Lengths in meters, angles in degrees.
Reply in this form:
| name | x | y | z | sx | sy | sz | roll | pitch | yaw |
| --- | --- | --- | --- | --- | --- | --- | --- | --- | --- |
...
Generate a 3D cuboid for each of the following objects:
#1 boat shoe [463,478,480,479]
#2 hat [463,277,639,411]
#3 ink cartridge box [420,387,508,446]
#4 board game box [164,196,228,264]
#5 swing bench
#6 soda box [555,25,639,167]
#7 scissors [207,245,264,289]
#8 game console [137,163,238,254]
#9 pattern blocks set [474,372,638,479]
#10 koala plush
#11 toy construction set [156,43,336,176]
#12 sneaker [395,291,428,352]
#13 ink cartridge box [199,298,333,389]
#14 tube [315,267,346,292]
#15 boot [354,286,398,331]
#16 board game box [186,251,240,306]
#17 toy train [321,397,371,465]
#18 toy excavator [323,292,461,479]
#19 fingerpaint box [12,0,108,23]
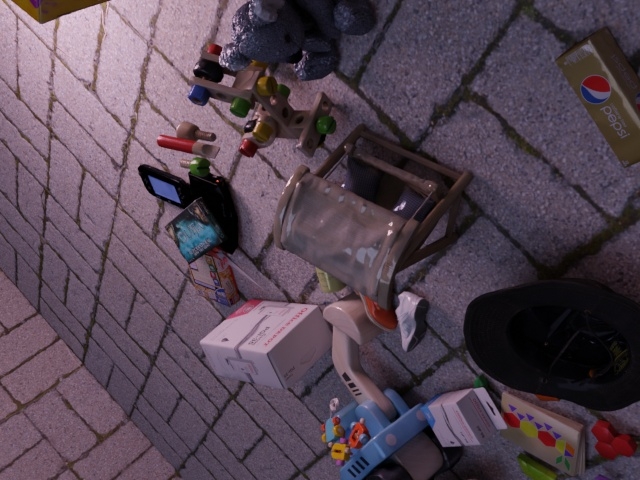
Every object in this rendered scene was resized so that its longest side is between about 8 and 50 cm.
| name | x | y | z | sx | sy | sz | roll | pitch | yaw |
| --- | --- | --- | --- | --- | --- | --- | --- | --- | --- |
| boat shoe | 0.279 | 0.631 | 1.581 | 0.116 | 0.097 | 0.324 | 19 | 130 | -15 |
| hat | 0.413 | 0.137 | 1.118 | 0.331 | 0.134 | 0.331 | 16 | 140 | 14 |
| ink cartridge box | 0.305 | 0.382 | 1.452 | 0.104 | 0.060 | 0.180 | 59 | 151 | 4 |
| board game box | -0.326 | -0.022 | 1.748 | 0.186 | 0.026 | 0.126 | -30 | 94 | 47 |
| swing bench | 0.089 | -0.050 | 1.204 | 0.253 | 0.254 | 0.165 | 29 | 136 | 28 |
| soda box | 0.403 | -0.195 | 0.922 | 0.181 | 0.061 | 0.058 | 56 | 143 | -5 |
| scissors | -0.259 | 0.032 | 1.752 | 0.297 | 0.021 | 0.109 | 27 | 131 | 29 |
| game console | -0.355 | -0.106 | 1.794 | 0.361 | 0.044 | 0.213 | 22 | 133 | 34 |
| pattern blocks set | 0.449 | 0.389 | 1.360 | 0.325 | 0.026 | 0.285 | 30 | 138 | 32 |
| koala plush | -0.068 | -0.369 | 1.141 | 0.203 | 0.221 | 0.196 | 53 | 143 | 0 |
| toy construction set | -0.116 | -0.230 | 1.260 | 0.237 | 0.309 | 0.257 | 16 | 138 | 31 |
| sneaker | 0.192 | 0.173 | 1.449 | 0.061 | 0.053 | 0.152 | 32 | 133 | 38 |
| ink cartridge box | -0.136 | 0.256 | 1.721 | 0.283 | 0.207 | 0.117 | -2 | 119 | 46 |
| tube | 0.000 | 0.000 | 1.502 | 0.070 | 0.062 | 0.240 | -13 | 110 | 7 |
| boot | 0.134 | 0.127 | 1.464 | 0.084 | 0.059 | 0.158 | -25 | 99 | 47 |
| board game box | -0.311 | 0.082 | 1.895 | 0.146 | 0.045 | 0.193 | 14 | 129 | 39 |
| toy train | 0.061 | 0.429 | 1.504 | 0.125 | 0.046 | 0.166 | -67 | 27 | 6 |
| toy excavator | 0.116 | 0.400 | 1.598 | 0.445 | 0.222 | 0.433 | 49 | 142 | 18 |
| fingerpaint box | -0.392 | -0.580 | 1.125 | 0.371 | 0.445 | 0.163 | 40 | 140 | 17 |
